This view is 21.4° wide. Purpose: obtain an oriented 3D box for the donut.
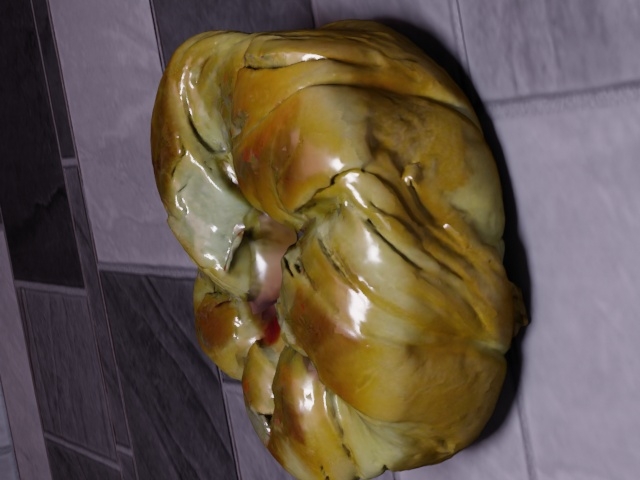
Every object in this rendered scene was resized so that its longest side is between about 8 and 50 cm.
[{"bbox_3d":[0.000,0.000,1.243,0.360,0.170,0.360,37,133,54],"label":"donut"}]
